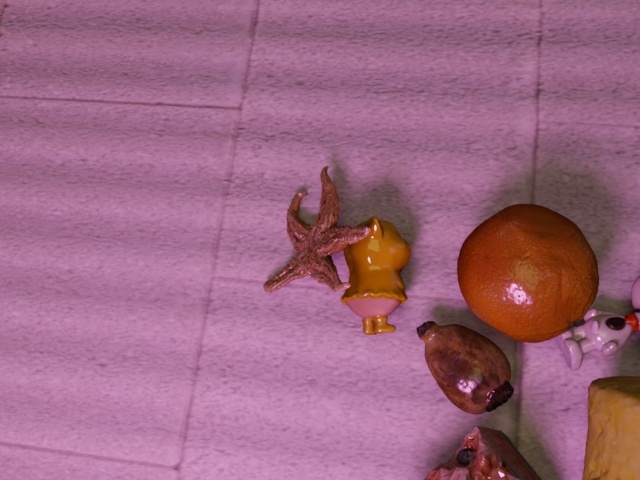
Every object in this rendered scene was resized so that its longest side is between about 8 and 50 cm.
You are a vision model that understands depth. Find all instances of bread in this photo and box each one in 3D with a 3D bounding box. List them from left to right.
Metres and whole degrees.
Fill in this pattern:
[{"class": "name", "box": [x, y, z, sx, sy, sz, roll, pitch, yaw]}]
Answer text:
[{"class": "bread", "box": [0.598, 0.391, 1.164, 0.347, 0.348, 0.308, 15, 89, 12]}]

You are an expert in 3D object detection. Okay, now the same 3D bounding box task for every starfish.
[{"class": "starfish", "box": [0.003, 0.002, 1.431, 0.302, 0.060, 0.299, 26, 87, 53]}]

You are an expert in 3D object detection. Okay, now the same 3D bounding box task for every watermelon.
[{"class": "watermelon", "box": [0.267, 0.463, 1.257, 0.264, 0.302, 0.151, -43, 35, -4]}]

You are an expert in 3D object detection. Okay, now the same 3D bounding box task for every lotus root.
[{"class": "lotus root", "box": [0.274, 0.234, 1.349, 0.138, 0.138, 0.214, -40, 72, -4]}]

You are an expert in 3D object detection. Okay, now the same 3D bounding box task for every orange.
[{"class": "orange", "box": [0.387, 0.063, 1.311, 0.264, 0.264, 0.265, -2, 74, 8]}]

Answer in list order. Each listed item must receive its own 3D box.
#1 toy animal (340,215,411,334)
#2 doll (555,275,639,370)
[{"class": "toy animal", "box": [0.104, 0.072, 1.408, 0.155, 0.156, 0.230, -8, 79, 6]}, {"class": "doll", "box": [0.601, 0.183, 1.320, 0.271, 0.144, 0.208, -33, 52, -5]}]
